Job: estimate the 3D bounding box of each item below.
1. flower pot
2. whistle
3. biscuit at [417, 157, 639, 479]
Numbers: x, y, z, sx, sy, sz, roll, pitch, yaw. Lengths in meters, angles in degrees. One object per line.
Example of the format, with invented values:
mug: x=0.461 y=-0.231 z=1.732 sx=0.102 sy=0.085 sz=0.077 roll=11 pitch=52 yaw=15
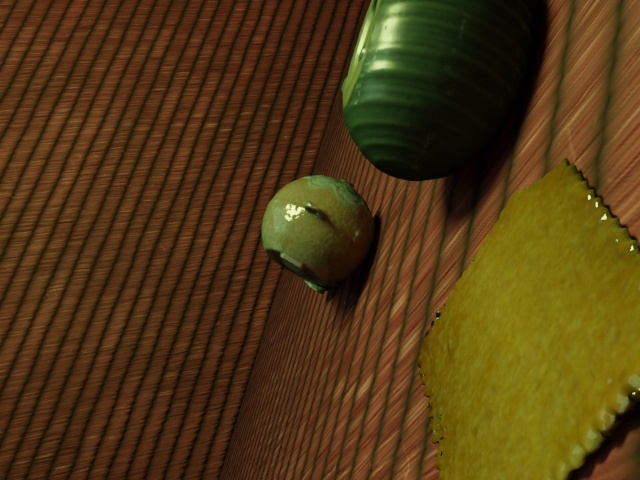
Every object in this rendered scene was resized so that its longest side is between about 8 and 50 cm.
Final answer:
flower pot: x=0.113 y=-0.180 z=0.578 sx=0.189 sy=0.157 sz=0.242 roll=157 pitch=129 yaw=-78
whistle: x=0.000 y=0.000 z=0.979 sx=0.348 sy=0.189 sz=0.189 roll=90 pitch=-165 yaw=-70
biscuit: x=0.130 y=0.072 z=0.396 sx=0.232 sy=0.013 sz=0.236 roll=-84 pitch=16 yaw=-59
